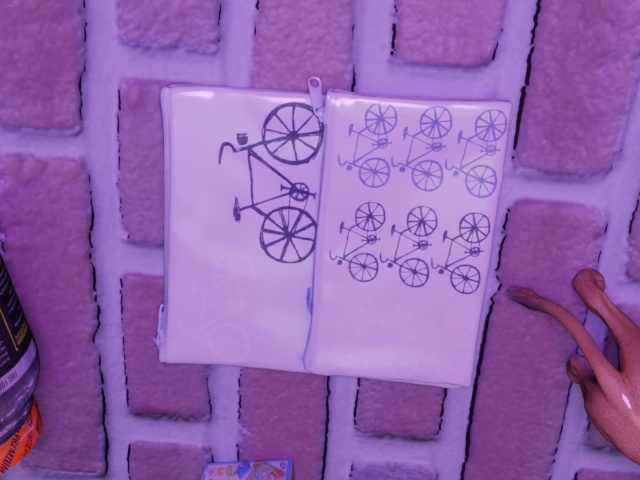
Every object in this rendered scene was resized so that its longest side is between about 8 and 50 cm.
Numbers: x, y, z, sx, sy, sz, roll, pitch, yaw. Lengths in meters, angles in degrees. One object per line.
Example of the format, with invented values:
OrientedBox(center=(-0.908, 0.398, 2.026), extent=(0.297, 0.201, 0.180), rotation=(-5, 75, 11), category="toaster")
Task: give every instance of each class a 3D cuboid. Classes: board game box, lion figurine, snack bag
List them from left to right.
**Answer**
OrientedBox(center=(-0.085, 0.295, 0.981), extent=(0.103, 0.154, 0.026), rotation=(-4, 114, 6), category="board game box")
OrientedBox(center=(0.000, 0.000, 0.911), extent=(0.343, 0.037, 0.323), rotation=(6, 114, 1), category="snack bag")
OrientedBox(center=(0.349, 0.194, 0.864), extent=(0.392, 0.240, 0.142), rotation=(31, 112, -9), category="lion figurine")

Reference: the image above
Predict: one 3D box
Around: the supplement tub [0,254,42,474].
OrientedBox(center=(-0.400, 0.066, 0.870), extent=(0.207, 0.207, 0.338), rotation=(-11, 112, 8), category="supplement tub")
